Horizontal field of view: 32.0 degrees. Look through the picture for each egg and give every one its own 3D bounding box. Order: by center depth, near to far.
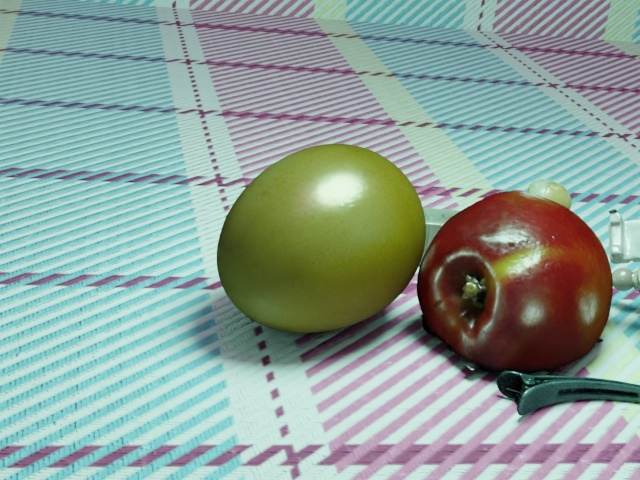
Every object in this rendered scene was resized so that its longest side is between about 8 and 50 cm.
[{"bbox_3d":[0.000,0.000,1.525,0.250,0.250,0.322,25,38,38],"label":"egg"},{"bbox_3d":[0.424,-0.077,2.066,0.083,0.071,0.071,10,22,0],"label":"egg"}]

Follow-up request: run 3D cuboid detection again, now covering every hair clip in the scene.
[{"bbox_3d":[0.343,0.193,1.433,0.229,0.039,0.070,1,22,-17],"label":"hair clip"}]

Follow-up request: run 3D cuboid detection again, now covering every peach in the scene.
[{"bbox_3d":[0.299,0.039,1.578,0.361,0.201,0.257,-14,29,-41],"label":"peach"}]

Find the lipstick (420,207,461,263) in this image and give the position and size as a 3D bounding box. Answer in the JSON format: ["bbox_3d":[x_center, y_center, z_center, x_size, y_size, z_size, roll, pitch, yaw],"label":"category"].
[{"bbox_3d":[0.230,-0.002,1.817,0.371,0.080,0.076,5,23,-6],"label":"lipstick"}]

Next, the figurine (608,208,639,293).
[{"bbox_3d":[0.526,0.041,1.670,0.256,0.182,0.145,38,30,-55],"label":"figurine"}]
